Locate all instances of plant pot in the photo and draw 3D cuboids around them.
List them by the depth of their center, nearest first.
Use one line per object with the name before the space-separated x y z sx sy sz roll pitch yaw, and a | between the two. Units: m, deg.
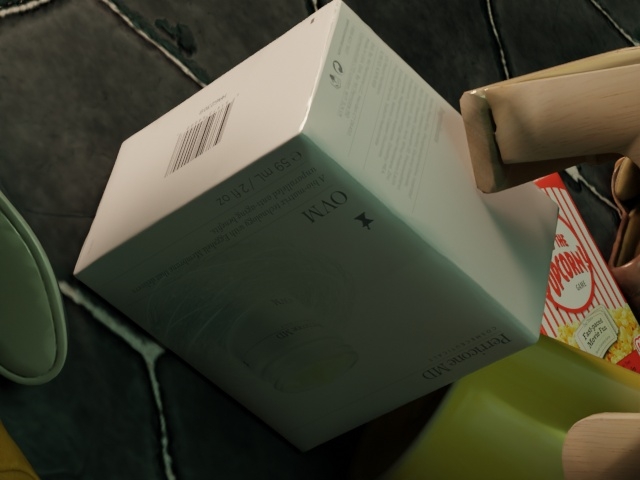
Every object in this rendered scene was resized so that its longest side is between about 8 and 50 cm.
plant pot | 0.161 0.176 1.287 0.239 0.254 0.254 35 42 -9

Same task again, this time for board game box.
board game box | 0.199 0.048 1.555 0.147 0.045 0.193 -26 87 -53

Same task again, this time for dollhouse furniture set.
dollhouse furniture set | 0.272 0.069 1.141 0.362 0.256 0.394 -19 100 -42

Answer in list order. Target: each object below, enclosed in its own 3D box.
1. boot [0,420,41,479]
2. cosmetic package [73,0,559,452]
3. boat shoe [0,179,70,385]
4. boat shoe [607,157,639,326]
boot | -0.178 0.159 1.026 0.211 0.104 0.295 23 56 -45
cosmetic package | 0.000 0.000 1.213 0.225 0.224 0.138 39 42 -25
boat shoe | -0.207 -0.010 1.110 0.206 0.075 0.065 61 16 -5
boat shoe | 0.343 -0.048 1.726 0.123 0.123 0.342 47 46 -19
